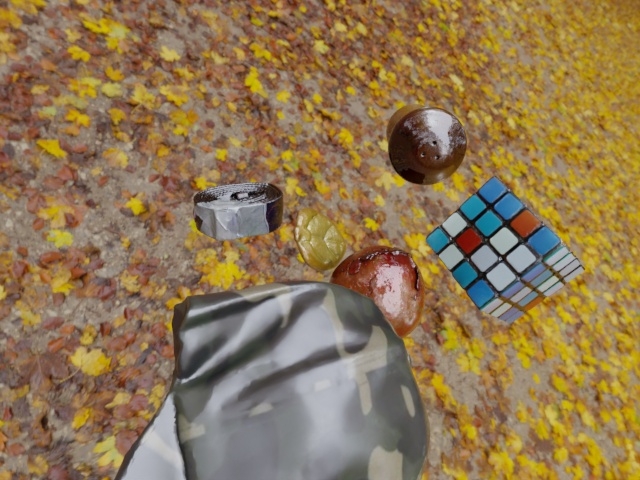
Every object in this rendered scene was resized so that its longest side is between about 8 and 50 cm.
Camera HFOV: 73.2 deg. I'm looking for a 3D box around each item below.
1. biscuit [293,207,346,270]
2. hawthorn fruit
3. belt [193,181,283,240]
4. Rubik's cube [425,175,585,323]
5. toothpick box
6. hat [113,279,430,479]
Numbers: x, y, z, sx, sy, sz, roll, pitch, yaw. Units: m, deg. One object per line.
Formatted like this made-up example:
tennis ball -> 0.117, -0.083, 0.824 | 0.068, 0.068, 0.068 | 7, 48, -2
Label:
biscuit -> 0.004, -0.003, 1.341 | 0.260, 0.041, 0.203 | 14, 59, -51
hawthorn fruit -> 0.152, 0.159, 1.253 | 0.316, 0.316, 0.316 | 17, 56, -26
belt -> -0.263, -0.087, 1.402 | 0.289, 0.164, 0.184 | -9, 36, -20
Rubik's cube -> 0.292, 0.020, 0.688 | 0.155, 0.151, 0.154 | 25, 26, -46
toothpick box -> 0.261, -0.265, 1.131 | 0.192, 0.192, 0.294 | 33, 22, -14
hat -> -0.024, 0.256, 0.334 | 0.382, 0.257, 0.366 | -91, 162, -50
